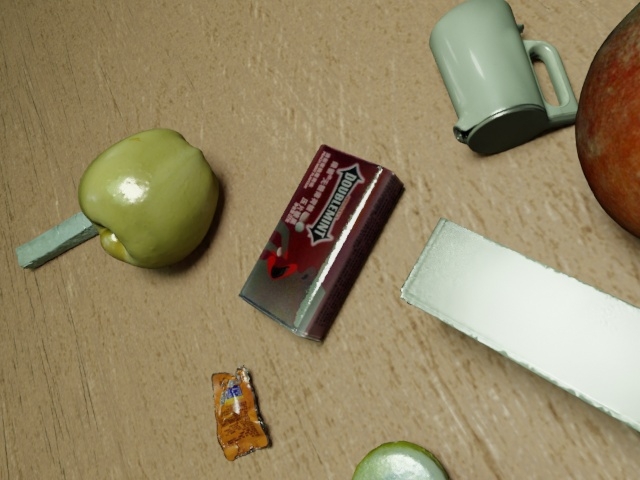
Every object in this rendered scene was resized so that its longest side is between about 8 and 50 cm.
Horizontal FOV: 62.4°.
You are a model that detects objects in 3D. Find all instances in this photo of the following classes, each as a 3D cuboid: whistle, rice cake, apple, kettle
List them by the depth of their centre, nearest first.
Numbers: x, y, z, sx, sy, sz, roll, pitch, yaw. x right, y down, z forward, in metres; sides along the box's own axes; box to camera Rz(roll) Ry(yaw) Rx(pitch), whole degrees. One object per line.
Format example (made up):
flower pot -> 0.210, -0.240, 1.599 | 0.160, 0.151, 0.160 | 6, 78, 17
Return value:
whistle -> 0.098, 0.298, 0.517 | 0.104, 0.057, 0.198 | -26, 70, 14
kettle -> 0.200, -0.182, 0.601 | 0.098, 0.127, 0.148 | -40, 55, 50
apple -> -0.241, -0.060, 0.749 | 0.200, 0.200, 0.200 | -10, 69, 27
rice cake -> -0.443, -0.012, 0.927 | 0.245, 0.042, 0.045 | -25, 76, 20

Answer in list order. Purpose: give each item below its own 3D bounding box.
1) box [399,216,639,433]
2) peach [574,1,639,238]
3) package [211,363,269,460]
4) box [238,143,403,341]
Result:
box -> 0.202, 0.078, 0.480 | 0.225, 0.129, 0.086 | 29, 89, 34
peach -> 0.331, -0.105, 0.408 | 0.252, 0.252, 0.252 | -10, 69, 27
package -> -0.105, 0.215, 0.666 | 0.077, 0.033, 0.110 | -20, 69, 12
box -> 0.000, 0.000, 0.659 | 0.120, 0.069, 0.224 | 29, 88, 33
